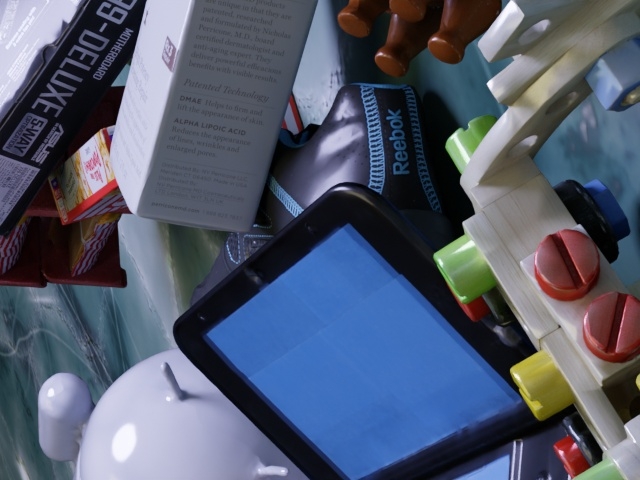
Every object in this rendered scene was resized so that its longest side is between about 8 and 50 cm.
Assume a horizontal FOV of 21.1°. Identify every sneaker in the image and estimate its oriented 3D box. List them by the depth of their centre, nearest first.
[{"bbox_3d":[0.000,0.000,1.152,0.341,0.125,0.140,151,117,-62],"label":"sneaker"}]

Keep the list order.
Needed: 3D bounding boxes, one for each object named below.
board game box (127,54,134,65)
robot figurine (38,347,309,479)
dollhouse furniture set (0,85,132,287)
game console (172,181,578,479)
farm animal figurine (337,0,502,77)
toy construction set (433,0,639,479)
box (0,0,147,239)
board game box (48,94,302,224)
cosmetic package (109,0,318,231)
[{"bbox_3d":[-0.195,-0.305,1.473,0.145,0.027,0.281,46,146,50],"label":"board game box"},{"bbox_3d":[-0.105,0.214,1.419,0.300,0.200,0.353,28,149,3],"label":"robot figurine"},{"bbox_3d":[-0.241,-0.162,1.514,0.201,0.152,0.374,131,135,-65],"label":"dollhouse furniture set"},{"bbox_3d":[0.016,0.145,0.980,0.293,0.173,0.250,140,142,-59],"label":"game console"},{"bbox_3d":[-0.018,-0.254,0.840,0.330,0.172,0.327,30,158,0],"label":"farm animal figurine"},{"bbox_3d":[0.135,0.027,0.763,0.215,0.151,0.328,60,-167,-72],"label":"toy construction set"},{"bbox_3d":[-0.243,-0.195,1.322,0.242,0.076,0.307,45,105,35],"label":"box"},{"bbox_3d":[-0.115,-0.065,1.301,0.193,0.146,0.045,-22,86,69],"label":"board game box"},{"bbox_3d":[-0.063,-0.133,1.082,0.117,0.085,0.231,-125,46,-62],"label":"cosmetic package"}]
